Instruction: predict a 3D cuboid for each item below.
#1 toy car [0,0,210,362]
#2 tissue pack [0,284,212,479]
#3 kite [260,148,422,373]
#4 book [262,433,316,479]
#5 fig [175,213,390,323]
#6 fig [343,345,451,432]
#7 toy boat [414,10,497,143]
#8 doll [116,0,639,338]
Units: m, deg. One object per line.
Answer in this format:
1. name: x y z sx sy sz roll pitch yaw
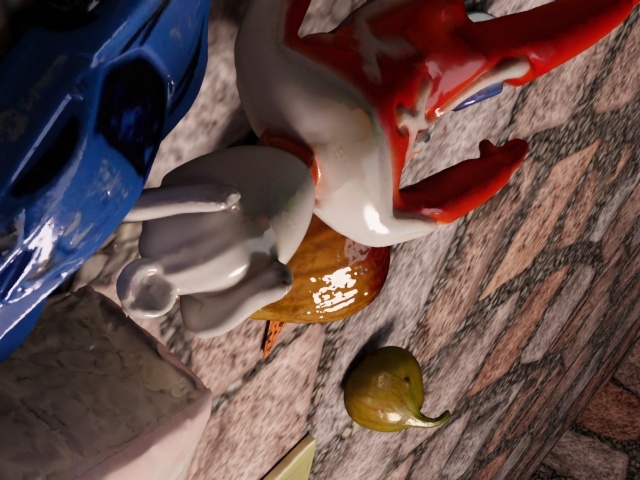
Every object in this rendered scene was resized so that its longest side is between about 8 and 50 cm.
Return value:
1. toy car: -0.112 -0.034 0.485 0.216 0.063 0.103 -53 159 -8
2. tissue pack: -0.179 0.178 0.582 0.201 0.124 0.271 -30 147 -56
3. kite: -0.001 0.000 0.861 0.222 0.008 0.125 -54 159 -3
4. book: -0.045 0.248 1.133 0.111 0.014 0.077 -40 154 -36
5. fig: -0.031 -0.004 0.702 0.119 0.153 0.119 -4 90 -77
6. fig: 0.071 0.156 1.133 0.084 0.098 0.082 -17 140 -42
7. toy boat: 0.097 -0.139 0.850 0.122 0.034 0.096 -57 161 -22
8. doll: 0.035 -0.086 0.616 0.384 0.188 0.099 -44 -162 -31
